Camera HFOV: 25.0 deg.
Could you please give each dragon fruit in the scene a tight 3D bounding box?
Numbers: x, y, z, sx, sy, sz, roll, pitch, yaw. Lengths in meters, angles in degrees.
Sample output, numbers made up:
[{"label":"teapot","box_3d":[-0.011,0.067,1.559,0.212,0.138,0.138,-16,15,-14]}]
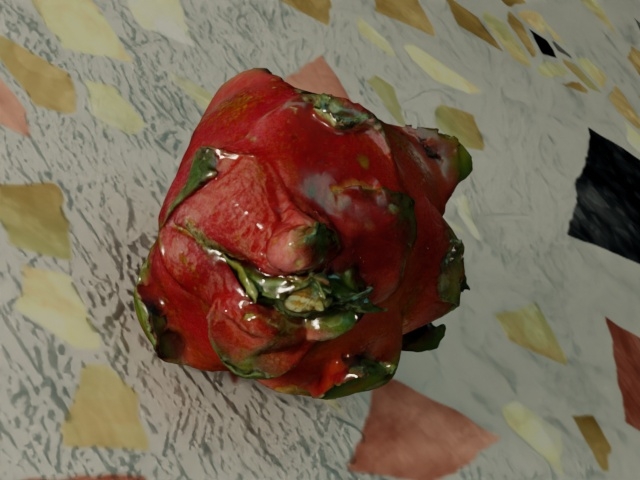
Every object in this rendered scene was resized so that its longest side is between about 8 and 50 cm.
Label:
[{"label":"dragon fruit","box_3d":[0.011,0.016,0.847,0.269,0.198,0.200,38,15,-42]}]
